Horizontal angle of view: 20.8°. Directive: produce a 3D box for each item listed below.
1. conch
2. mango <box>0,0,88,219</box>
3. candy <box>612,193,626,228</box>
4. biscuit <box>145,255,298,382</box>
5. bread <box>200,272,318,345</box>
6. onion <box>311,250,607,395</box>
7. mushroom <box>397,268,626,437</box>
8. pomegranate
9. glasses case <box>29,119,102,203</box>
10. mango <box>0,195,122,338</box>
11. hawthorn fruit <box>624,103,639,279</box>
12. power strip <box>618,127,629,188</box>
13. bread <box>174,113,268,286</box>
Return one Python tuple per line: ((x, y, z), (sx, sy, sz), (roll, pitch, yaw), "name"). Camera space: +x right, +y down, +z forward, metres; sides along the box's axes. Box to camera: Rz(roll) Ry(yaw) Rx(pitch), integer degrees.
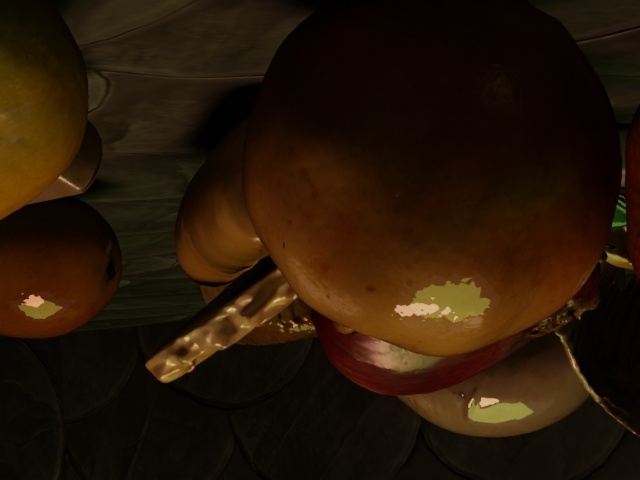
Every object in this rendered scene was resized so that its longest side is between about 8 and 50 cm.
((0.348, 0.065, 1.649), (0.324, 0.263, 0.186), (24, 180, -1), "conch")
((-0.205, -0.074, 0.880), (0.176, 0.119, 0.317), (0, 165, -13), "mango")
((0.160, -0.036, 1.456), (0.141, 0.078, 0.203), (25, 158, -25), "candy")
((0.000, 0.000, 1.416), (0.309, 0.040, 0.204), (-39, -177, 29), "biscuit")
((-0.023, 0.051, 2.095), (0.227, 0.142, 0.253), (-9, 176, -32), "bread")
((0.102, 0.003, 1.222), (0.248, 0.248, 0.161), (2, -154, -44), "onion")
((0.158, 0.035, 1.751), (0.292, 0.292, 0.290), (-5, 142, 13), "mushroom")
((0.056, -0.040, 0.921), (0.209, 0.209, 0.209), (-4, 174, 0), "pomegranate")
((-0.226, -0.074, 1.137), (0.102, 0.070, 0.193), (32, 157, -30), "glasses case")
((-0.285, 0.021, 1.639), (0.175, 0.139, 0.254), (14, 173, -32), "mango")
((0.318, -0.038, 1.142), (0.210, 0.210, 0.262), (-8, -179, 32), "hawthorn fruit")
((0.334, -0.071, 1.585), (0.367, 0.043, 0.106), (0, 173, -35), "power strip")
((-0.045, -0.039, 1.321), (0.142, 0.091, 0.305), (-47, -177, -13), "bread")
